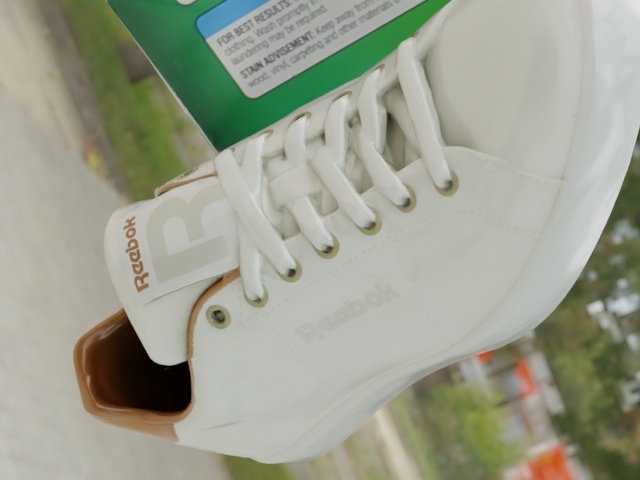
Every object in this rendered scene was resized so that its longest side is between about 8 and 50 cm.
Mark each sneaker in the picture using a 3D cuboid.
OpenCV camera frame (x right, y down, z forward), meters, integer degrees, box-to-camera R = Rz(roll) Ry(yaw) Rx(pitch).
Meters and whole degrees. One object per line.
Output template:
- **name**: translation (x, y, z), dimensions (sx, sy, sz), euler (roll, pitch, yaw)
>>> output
- **sneaker**: translation (0.000, 0.000, 0.699), dimensions (0.290, 0.123, 0.106), euler (-50, -136, 44)

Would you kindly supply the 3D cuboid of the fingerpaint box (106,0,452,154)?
- **fingerpaint box**: translation (0.126, -0.271, 0.892), dimensions (0.163, 0.444, 0.371), euler (54, 26, -18)
